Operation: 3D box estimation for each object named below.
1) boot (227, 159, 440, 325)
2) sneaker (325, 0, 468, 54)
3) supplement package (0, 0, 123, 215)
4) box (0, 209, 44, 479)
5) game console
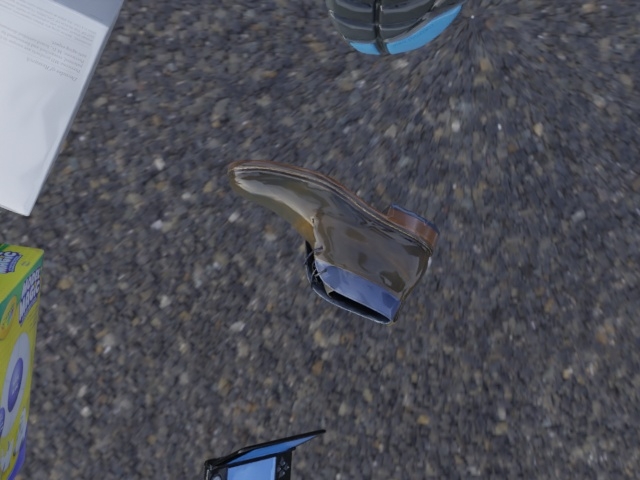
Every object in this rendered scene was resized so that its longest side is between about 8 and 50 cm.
[{"bbox_3d":[0.000,0.000,1.106,0.219,0.082,0.106,20,72,-1],"label":"boot"},{"bbox_3d":[0.058,-0.299,0.855,0.125,0.140,0.341,-5,134,-5],"label":"sneaker"},{"bbox_3d":[-0.239,-0.130,0.903,0.105,0.105,0.179,23,116,-13],"label":"supplement package"},{"bbox_3d":[-0.208,0.078,0.706,0.043,0.105,0.179,7,107,-1],"label":"box"},{"bbox_3d":[-0.061,0.259,1.257,0.071,0.122,0.107,14,103,47],"label":"game console"}]
